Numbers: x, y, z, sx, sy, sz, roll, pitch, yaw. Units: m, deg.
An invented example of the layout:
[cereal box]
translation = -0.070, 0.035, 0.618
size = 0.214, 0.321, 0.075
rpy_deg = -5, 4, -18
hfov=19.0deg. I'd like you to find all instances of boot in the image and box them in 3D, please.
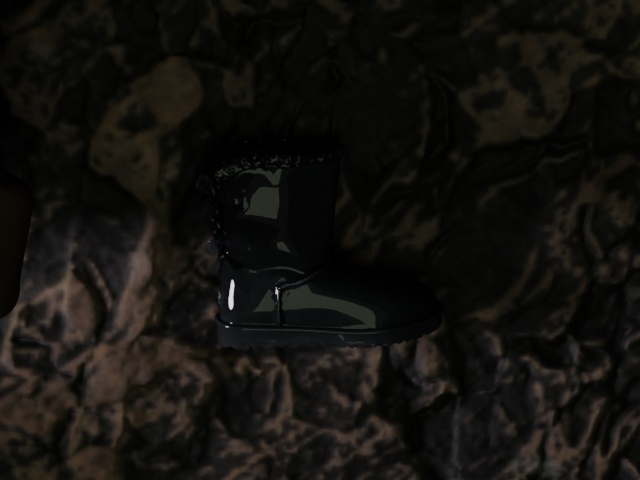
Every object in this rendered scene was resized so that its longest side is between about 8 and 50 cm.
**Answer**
[boot]
translation = 0.000, 0.000, 0.921
size = 0.121, 0.045, 0.099
rpy_deg = -2, 108, -7

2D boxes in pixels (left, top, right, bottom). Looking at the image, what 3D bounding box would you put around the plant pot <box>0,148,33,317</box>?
[plant pot]
translation = -0.226, -0.104, 0.761
size = 0.263, 0.263, 0.229
rpy_deg = 12, 93, -11
